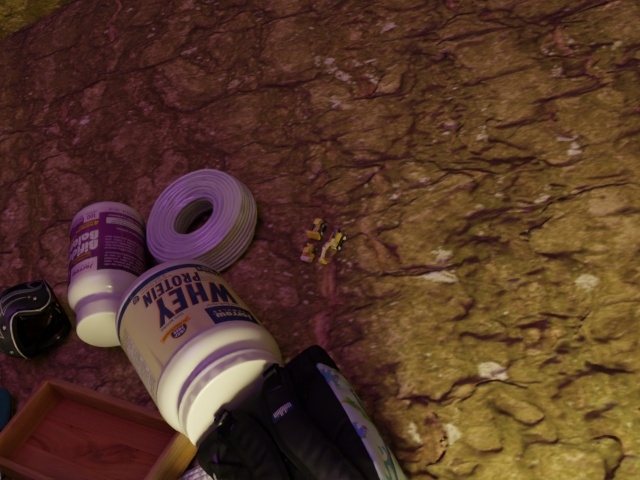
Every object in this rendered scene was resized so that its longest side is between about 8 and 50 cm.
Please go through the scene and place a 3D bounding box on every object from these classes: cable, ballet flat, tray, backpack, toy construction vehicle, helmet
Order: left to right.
[{"bbox_3d":[-0.693,0.424,1.765,0.073,0.080,0.232,-47,37,32],"label":"ballet flat"},{"bbox_3d":[-0.659,0.179,1.851,0.162,0.169,0.169,-30,45,-14],"label":"helmet"},{"bbox_3d":[-0.442,0.401,1.597,0.411,0.076,0.202,9,49,34],"label":"tray"},{"bbox_3d":[-0.262,-0.040,1.827,0.257,0.089,0.257,1,58,31],"label":"cable"},{"bbox_3d":[0.000,0.000,1.681,0.086,0.035,0.098,14,66,37],"label":"toy construction vehicle"},{"bbox_3d":[0.005,0.381,1.276,0.290,0.273,0.355,-43,27,-5],"label":"backpack"}]

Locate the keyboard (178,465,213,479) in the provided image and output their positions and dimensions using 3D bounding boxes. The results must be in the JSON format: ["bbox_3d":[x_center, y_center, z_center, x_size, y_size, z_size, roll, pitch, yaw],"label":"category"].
[{"bbox_3d":[-0.251,0.460,1.504,0.256,0.014,0.072,-28,48,10],"label":"keyboard"}]

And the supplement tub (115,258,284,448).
[{"bbox_3d":[-0.215,0.206,1.511,0.235,0.235,0.325,-43,44,-4],"label":"supplement tub"}]

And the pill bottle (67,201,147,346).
[{"bbox_3d":[-0.463,0.074,1.807,0.169,0.169,0.301,-24,48,13],"label":"pill bottle"}]
